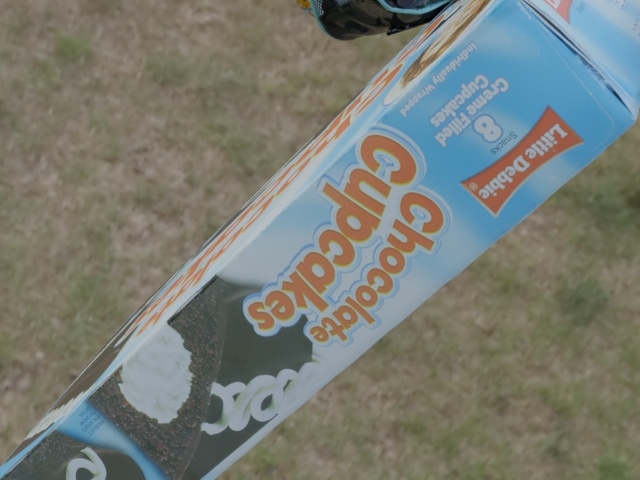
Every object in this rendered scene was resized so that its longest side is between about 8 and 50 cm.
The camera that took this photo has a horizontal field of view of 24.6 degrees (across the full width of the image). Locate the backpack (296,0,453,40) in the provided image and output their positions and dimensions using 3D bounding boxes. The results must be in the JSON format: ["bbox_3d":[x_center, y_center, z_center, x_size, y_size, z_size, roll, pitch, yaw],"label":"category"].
[{"bbox_3d":[0.042,-0.220,0.812,0.166,0.144,0.188,-25,104,-24],"label":"backpack"}]

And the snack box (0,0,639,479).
[{"bbox_3d":[0.000,0.000,0.577,0.060,0.322,0.187,44,30,-6],"label":"snack box"}]
